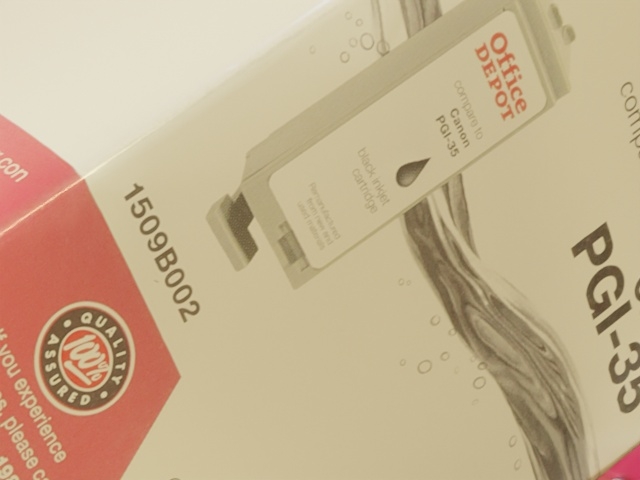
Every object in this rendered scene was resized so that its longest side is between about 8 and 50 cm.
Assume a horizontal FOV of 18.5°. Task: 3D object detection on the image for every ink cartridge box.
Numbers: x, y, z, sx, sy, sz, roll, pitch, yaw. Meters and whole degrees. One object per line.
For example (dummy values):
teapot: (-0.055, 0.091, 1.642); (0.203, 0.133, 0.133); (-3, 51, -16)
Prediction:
ink cartridge box: (0.000, 0.000, 0.597); (0.283, 0.207, 0.117); (-36, 35, -20)

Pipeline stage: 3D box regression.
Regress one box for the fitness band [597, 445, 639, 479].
fitness band: (0.209, 0.193, 0.944); (0.291, 0.209, 0.054); (37, 74, 27)
